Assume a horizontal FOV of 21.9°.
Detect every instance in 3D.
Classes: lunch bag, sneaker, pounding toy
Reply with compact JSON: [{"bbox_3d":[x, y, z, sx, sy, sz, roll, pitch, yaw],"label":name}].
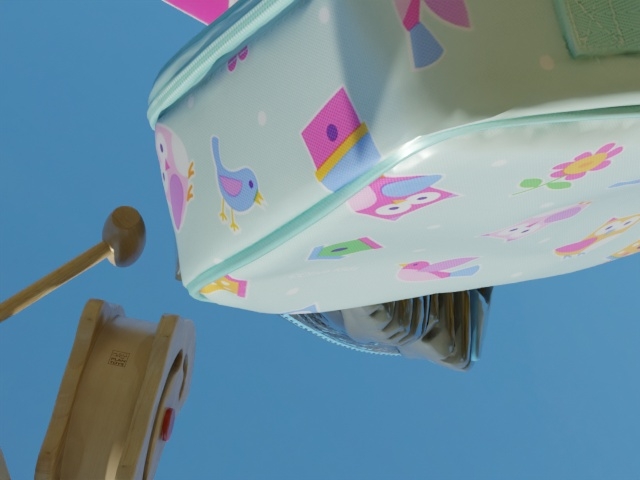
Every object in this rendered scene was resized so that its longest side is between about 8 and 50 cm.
[{"bbox_3d":[0.092,-0.059,0.641,0.279,0.224,0.108,-7,-106,-33],"label":"lunch bag"},{"bbox_3d":[0.000,0.000,0.877,0.341,0.139,0.125,53,-134,-66],"label":"sneaker"},{"bbox_3d":[-0.194,0.118,1.369,0.155,0.154,0.269,11,-115,5],"label":"pounding toy"}]

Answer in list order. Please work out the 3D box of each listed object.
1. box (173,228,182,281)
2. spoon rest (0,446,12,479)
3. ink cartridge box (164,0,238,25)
[{"bbox_3d":[-0.032,-0.049,1.414,0.182,0.119,0.181,7,-152,-10],"label":"box"},{"bbox_3d":[-0.236,0.274,1.307,0.084,0.276,0.137,-9,-148,-12],"label":"spoon rest"},{"bbox_3d":[0.016,-0.177,0.886,0.371,0.176,0.069,31,-158,17],"label":"ink cartridge box"}]
